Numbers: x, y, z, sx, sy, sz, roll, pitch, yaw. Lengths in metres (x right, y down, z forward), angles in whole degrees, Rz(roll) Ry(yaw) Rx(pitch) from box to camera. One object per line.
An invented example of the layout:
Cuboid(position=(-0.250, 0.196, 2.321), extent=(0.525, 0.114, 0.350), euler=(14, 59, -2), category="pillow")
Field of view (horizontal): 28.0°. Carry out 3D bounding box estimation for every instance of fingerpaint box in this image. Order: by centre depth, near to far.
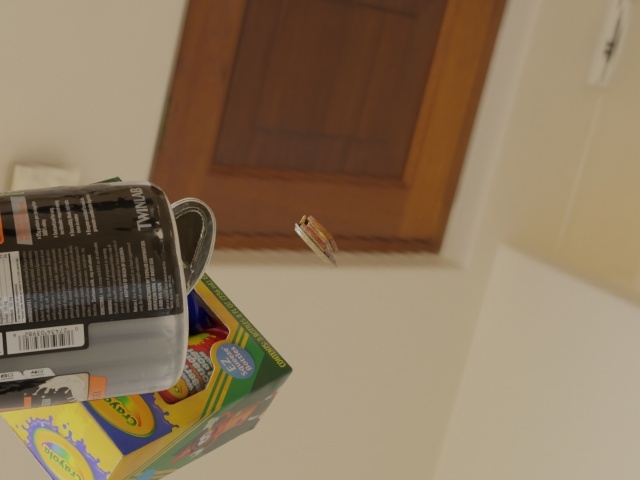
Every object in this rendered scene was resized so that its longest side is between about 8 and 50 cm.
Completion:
Cuboid(position=(-0.324, 0.136, 1.905), extent=(0.445, 0.163, 0.371), euler=(47, -143, 18), category="fingerpaint box")

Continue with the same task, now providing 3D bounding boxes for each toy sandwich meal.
Cuboid(position=(0.000, 0.000, 1.605), extent=(0.085, 0.029, 0.085), euler=(47, -179, -1), category="toy sandwich meal")

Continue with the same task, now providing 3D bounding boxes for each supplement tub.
Cuboid(position=(-0.285, 0.054, 1.116), extent=(0.316, 0.193, 0.193), euler=(-5, -162, -15), category="supplement tub")

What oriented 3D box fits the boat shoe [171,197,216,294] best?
Cuboid(position=(-0.165, 0.040, 1.312), extent=(0.078, 0.219, 0.070), euler=(32, 151, -8), category="boat shoe")
